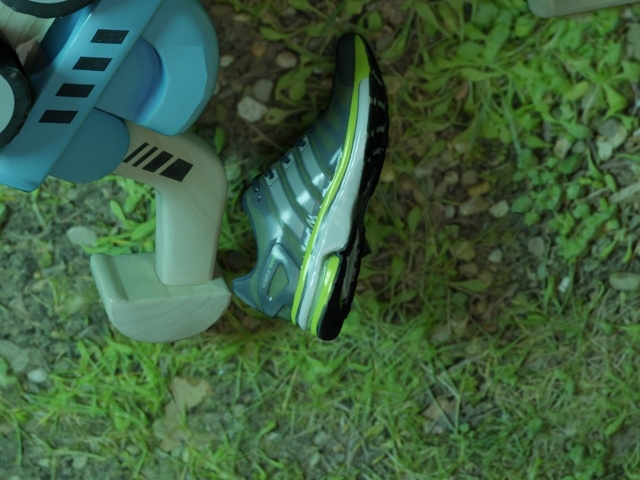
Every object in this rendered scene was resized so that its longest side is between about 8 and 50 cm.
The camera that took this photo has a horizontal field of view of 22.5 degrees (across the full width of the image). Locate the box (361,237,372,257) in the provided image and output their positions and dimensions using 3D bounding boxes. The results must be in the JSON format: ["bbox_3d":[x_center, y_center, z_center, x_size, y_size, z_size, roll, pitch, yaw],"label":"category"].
[{"bbox_3d":[0.000,0.000,1.642,0.083,0.052,0.062,-29,113,2],"label":"box"}]

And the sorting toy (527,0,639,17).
[{"bbox_3d":[0.296,-0.327,1.576,0.208,0.038,0.193,-9,112,-1],"label":"sorting toy"}]

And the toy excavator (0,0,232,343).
[{"bbox_3d":[-0.187,-0.119,1.438,0.445,0.222,0.433,20,117,-35],"label":"toy excavator"}]

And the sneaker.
[{"bbox_3d":[-0.011,-0.060,1.562,0.121,0.111,0.300,12,83,12],"label":"sneaker"}]
